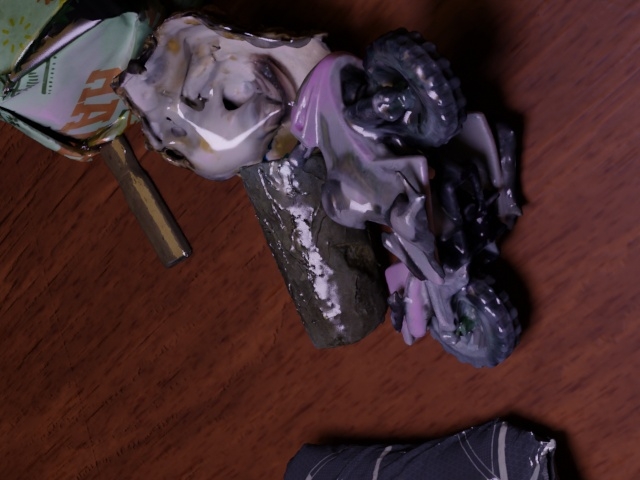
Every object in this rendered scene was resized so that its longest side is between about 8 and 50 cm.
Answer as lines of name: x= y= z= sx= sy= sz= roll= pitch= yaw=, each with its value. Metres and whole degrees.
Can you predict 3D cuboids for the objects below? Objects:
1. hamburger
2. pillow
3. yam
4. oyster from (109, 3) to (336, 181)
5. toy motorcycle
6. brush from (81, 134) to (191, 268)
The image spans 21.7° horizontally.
hamburger: x=-0.207 y=-0.188 z=1.561 sx=0.235 sy=0.214 sz=0.125 roll=-47 pitch=65 yaw=12
pillow: x=0.097 y=0.254 z=1.563 sx=0.335 sy=0.092 sz=0.161 roll=-12 pitch=98 yaw=42
yam: x=0.000 y=0.000 z=1.521 sx=0.107 sy=0.107 sz=0.183 roll=-9 pitch=105 yaw=43
oyster: x=-0.074 y=-0.137 z=1.522 sx=0.223 sy=0.083 sz=0.214 roll=2 pitch=147 yaw=9
toy motorcycle: x=0.073 y=-0.039 z=1.428 sx=0.188 sy=0.143 sz=0.327 roll=18 pitch=136 yaw=43
brush: x=-0.212 y=-0.080 z=1.714 sx=0.043 sy=0.036 sz=0.248 roll=-31 pitch=88 yaw=48
